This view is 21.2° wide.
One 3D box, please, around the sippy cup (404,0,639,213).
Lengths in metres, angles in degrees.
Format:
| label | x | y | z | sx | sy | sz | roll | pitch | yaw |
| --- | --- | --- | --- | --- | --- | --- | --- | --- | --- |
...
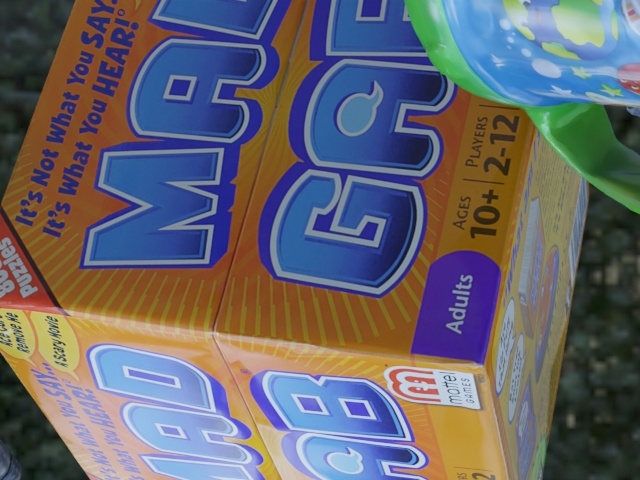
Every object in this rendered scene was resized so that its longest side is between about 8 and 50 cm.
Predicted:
| label | x | y | z | sx | sy | sz | roll | pitch | yaw |
| --- | --- | --- | --- | --- | --- | --- | --- | --- | --- |
| sippy cup | 0.201 | -0.172 | 0.978 | 0.224 | 0.240 | 0.305 | 21 | 164 | 47 |

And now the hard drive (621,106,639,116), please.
| label | x | y | z | sx | sy | sz | roll | pitch | yaw |
| --- | --- | --- | --- | --- | --- | --- | --- | --- | --- |
| hard drive | 0.385 | -0.124 | 1.566 | 0.254 | 0.054 | 0.172 | 11 | -169 | -5 |

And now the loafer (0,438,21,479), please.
| label | x | y | z | sx | sy | sz | roll | pitch | yaw |
| --- | --- | --- | --- | --- | --- | --- | --- | --- | --- |
| loafer | -0.324 | 0.224 | 1.421 | 0.062 | 0.170 | 0.061 | 16 | 142 | 32 |

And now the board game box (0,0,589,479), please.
| label | x | y | z | sx | sy | sz | roll | pitch | yaw |
| --- | --- | --- | --- | --- | --- | --- | --- | --- | --- |
| board game box | 0.000 | 0.000 | 1.315 | 0.356 | 0.357 | 0.356 | 6 | 150 | 15 |
